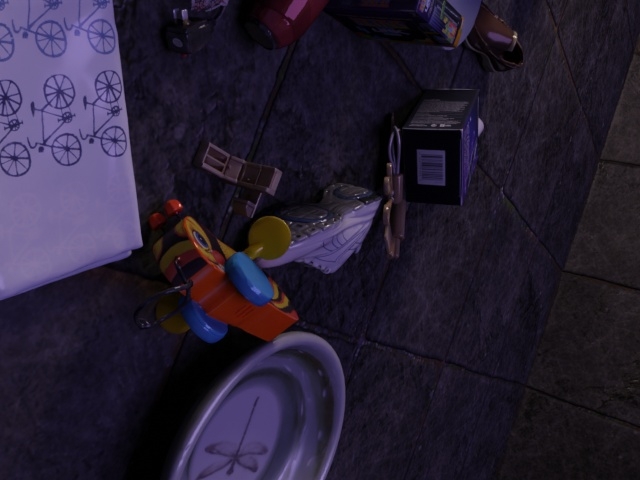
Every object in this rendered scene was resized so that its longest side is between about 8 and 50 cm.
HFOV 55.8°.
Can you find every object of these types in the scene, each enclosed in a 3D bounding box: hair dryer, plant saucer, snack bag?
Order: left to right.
[{"bbox_3d":[-0.312,-0.084,0.516,0.342,0.037,0.323,-25,124,-48],"label":"snack bag"},{"bbox_3d":[-0.112,0.318,0.914,0.400,0.100,0.401,-28,127,-47],"label":"plant saucer"},{"bbox_3d":[-0.043,-0.326,0.702,0.293,0.080,0.224,-35,158,-47],"label":"hair dryer"}]

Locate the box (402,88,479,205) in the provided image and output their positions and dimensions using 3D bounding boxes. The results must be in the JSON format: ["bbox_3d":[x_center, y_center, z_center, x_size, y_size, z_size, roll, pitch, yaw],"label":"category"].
[{"bbox_3d":[0.231,-0.181,1.137,0.207,0.108,0.153,-58,147,-49],"label":"box"}]

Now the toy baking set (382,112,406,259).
[{"bbox_3d":[0.137,-0.094,1.090,0.197,0.030,0.256,76,19,-56],"label":"toy baking set"}]

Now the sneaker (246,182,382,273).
[{"bbox_3d":[0.000,0.000,0.938,0.297,0.111,0.129,-21,125,-49],"label":"sneaker"}]

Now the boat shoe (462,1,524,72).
[{"bbox_3d":[0.373,-0.438,1.287,0.257,0.095,0.095,13,93,-56],"label":"boat shoe"}]

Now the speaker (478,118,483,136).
[{"bbox_3d":[0.306,-0.215,1.323,0.136,0.055,0.055,-53,141,-28],"label":"speaker"}]

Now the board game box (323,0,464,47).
[{"bbox_3d":[0.103,-0.332,0.881,0.141,0.170,0.048,6,101,-55],"label":"board game box"}]

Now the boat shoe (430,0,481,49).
[{"bbox_3d":[0.220,-0.461,1.054,0.113,0.104,0.306,35,69,-51],"label":"boat shoe"}]

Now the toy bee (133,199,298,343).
[{"bbox_3d":[-0.127,0.026,0.723,0.195,0.162,0.298,-29,156,-10],"label":"toy bee"}]

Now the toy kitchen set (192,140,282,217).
[{"bbox_3d":[-0.110,-0.074,0.764,0.075,0.083,0.068,28,80,-56],"label":"toy kitchen set"}]
